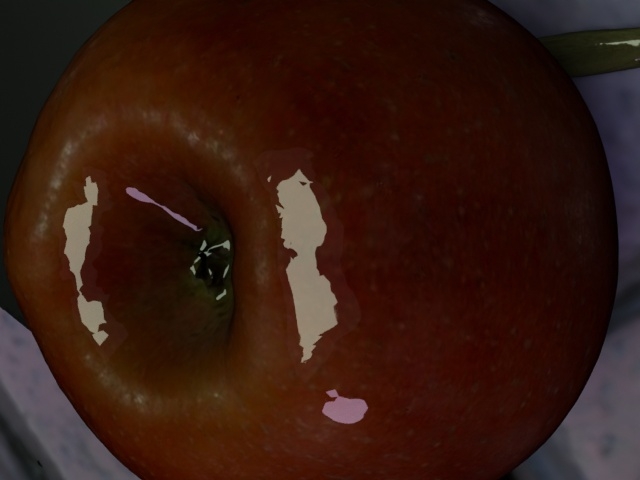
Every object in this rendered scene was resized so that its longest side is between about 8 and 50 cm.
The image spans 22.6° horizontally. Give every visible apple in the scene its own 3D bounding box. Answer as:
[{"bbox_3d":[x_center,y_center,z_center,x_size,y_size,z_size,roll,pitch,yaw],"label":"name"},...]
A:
[{"bbox_3d":[0.000,0.000,0.596,0.218,0.201,0.218,6,102,30],"label":"apple"}]

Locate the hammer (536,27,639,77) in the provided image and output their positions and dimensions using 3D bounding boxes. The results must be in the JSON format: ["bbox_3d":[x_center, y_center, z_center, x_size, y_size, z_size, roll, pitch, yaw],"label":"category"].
[{"bbox_3d":[0.064,-0.077,0.669,0.199,0.013,0.062,-4,101,24],"label":"hammer"}]

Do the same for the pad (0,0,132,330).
[{"bbox_3d":[-0.118,-0.089,0.749,0.159,0.009,0.265,37,113,12],"label":"pad"}]

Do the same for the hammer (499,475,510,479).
[{"bbox_3d":[0.033,0.306,0.739,0.243,0.095,0.408,-19,97,26],"label":"hammer"}]
